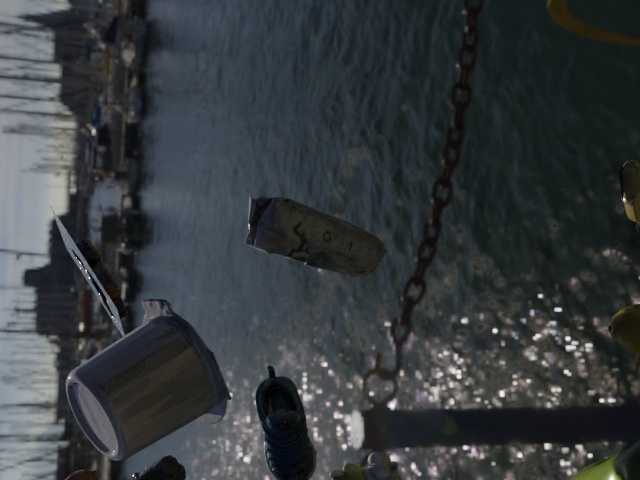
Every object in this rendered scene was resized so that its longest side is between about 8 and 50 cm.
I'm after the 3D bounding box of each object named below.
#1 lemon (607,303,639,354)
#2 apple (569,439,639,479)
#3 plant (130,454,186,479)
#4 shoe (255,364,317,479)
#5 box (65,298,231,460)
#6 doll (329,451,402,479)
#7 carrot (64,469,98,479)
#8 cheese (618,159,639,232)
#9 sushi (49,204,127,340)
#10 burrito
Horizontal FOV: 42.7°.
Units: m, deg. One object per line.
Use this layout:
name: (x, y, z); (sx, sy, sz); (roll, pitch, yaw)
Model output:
lemon: (0.404, 0.111, 1.015); (0.065, 0.092, 0.065); (8, -90, -85)
apple: (0.423, 0.345, 0.897); (0.384, 0.374, 0.373); (6, 94, 42)
plant: (-0.350, 0.515, 1.710); (0.143, 0.092, 0.094); (-42, 9, 23)
shoe: (-0.068, 0.326, 1.433); (0.106, 0.092, 0.207); (74, -179, -64)
box: (-0.333, 0.279, 1.486); (0.262, 0.206, 0.291); (46, 140, 20)
doll: (0.088, 0.482, 1.638); (0.163, 0.106, 0.062); (-33, 14, 23)
carrot: (-0.542, 0.541, 1.581); (0.066, 0.271, 0.062); (35, 160, 41)
cheese: (0.508, -0.056, 1.316); (0.162, 0.036, 0.086); (48, -139, -52)
sushi: (-0.332, 0.043, 1.217); (0.201, 0.031, 0.139); (52, 159, 18)
burrito: (0.000, 0.001, 0.884); (0.064, 0.203, 0.064); (-13, 69, 38)
